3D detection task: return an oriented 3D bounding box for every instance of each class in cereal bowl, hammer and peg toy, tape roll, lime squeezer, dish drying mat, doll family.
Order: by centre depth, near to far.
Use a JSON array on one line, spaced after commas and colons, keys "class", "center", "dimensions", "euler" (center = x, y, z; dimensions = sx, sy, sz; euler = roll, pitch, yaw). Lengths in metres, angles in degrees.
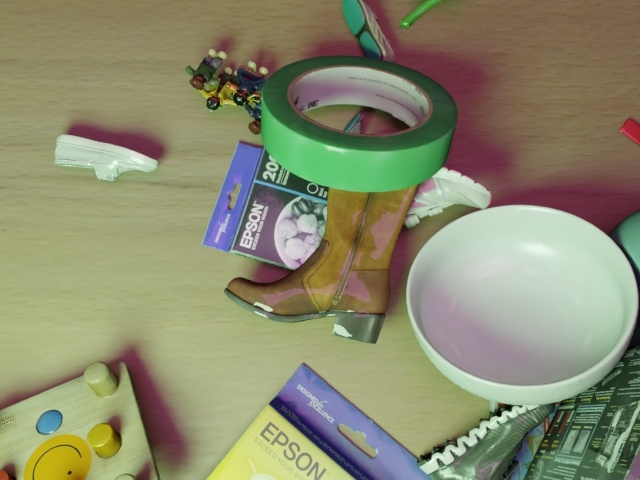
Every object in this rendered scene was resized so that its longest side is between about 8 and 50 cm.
[{"class": "hammer and peg toy", "center": [-0.419, 0.336, 0.848], "dimensions": [0.361, 0.127, 0.266], "euler": [-21, 52, -12]}, {"class": "cereal bowl", "center": [0.309, 0.111, 0.960], "dimensions": [0.339, 0.141, 0.339], "euler": [-9, 47, 10]}, {"class": "tape roll", "center": [0.062, -0.204, 1.010], "dimensions": [0.321, 0.077, 0.321], "euler": [4, 40, -3]}, {"class": "doll family", "center": [-0.150, -0.264, 1.096], "dimensions": [0.193, 0.076, 0.111], "euler": [18, 55, 6]}, {"class": "dish drying mat", "center": [0.612, -0.196, 1.161], "dimensions": [0.083, 0.008, 0.032], "euler": [38, 77, 6]}, {"class": "lime squeezer", "center": [0.256, -0.549, 1.220], "dimensions": [0.110, 0.059, 0.310], "euler": [9, 74, 30]}]

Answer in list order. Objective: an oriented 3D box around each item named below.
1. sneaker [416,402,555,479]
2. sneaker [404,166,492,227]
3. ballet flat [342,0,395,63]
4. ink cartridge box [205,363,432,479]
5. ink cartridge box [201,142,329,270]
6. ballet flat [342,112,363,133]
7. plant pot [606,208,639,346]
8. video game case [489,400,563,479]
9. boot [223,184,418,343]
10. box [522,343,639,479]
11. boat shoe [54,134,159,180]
[{"class": "sneaker", "center": [0.273, 0.327, 0.943], "dimensions": [0.234, 0.078, 0.106], "euler": [-34, 74, 6]}, {"class": "sneaker", "center": [0.164, -0.072, 1.049], "dimensions": [0.252, 0.103, 0.111], "euler": [9, 92, 17]}, {"class": "ballet flat", "center": [0.094, -0.403, 1.169], "dimensions": [0.052, 0.057, 0.168], "euler": [-15, 79, -36]}, {"class": "ink cartridge box", "center": [-0.010, 0.402, 0.932], "dimensions": [0.303, 0.072, 0.307], "euler": [38, 78, 7]}, {"class": "ink cartridge box", "center": [-0.080, -0.060, 1.063], "dimensions": [0.208, 0.045, 0.206], "euler": [16, 76, 1]}, {"class": "ballet flat", "center": [0.046, -0.182, 1.111], "dimensions": [0.041, 0.041, 0.114], "euler": [40, 77, 7]}, {"class": "plant pot", "center": [0.587, 0.057, 0.956], "dimensions": [0.235, 0.293, 0.293], "euler": [-14, 76, 0]}, {"class": "video game case", "center": [0.419, 0.364, 0.989], "dimensions": [0.285, 0.025, 0.204], "euler": [4, 75, -3]}, {"class": "boot", "center": [0.000, 0.000, 0.972], "dimensions": [0.264, 0.096, 0.280], "euler": [12, 87, 10]}, {"class": "box", "center": [0.412, 0.264, 0.843], "dimensions": [0.076, 0.307, 0.242], "euler": [31, 75, 7]}, {"class": "boat shoe", "center": [-0.375, -0.136, 1.058], "dimensions": [0.184, 0.066, 0.063], "euler": [13, 89, -2]}]
